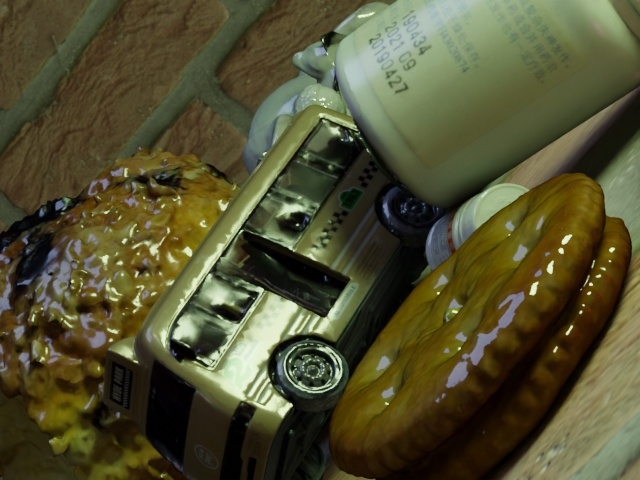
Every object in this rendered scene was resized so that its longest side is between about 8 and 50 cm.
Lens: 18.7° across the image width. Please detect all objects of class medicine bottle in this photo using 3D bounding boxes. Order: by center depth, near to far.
[{"bbox_3d":[0.147,-0.143,1.303,0.258,0.143,0.143,-33,13,20],"label":"medicine bottle"},{"bbox_3d":[0.111,-0.001,1.309,0.057,0.057,0.089,-54,8,-22],"label":"medicine bottle"}]

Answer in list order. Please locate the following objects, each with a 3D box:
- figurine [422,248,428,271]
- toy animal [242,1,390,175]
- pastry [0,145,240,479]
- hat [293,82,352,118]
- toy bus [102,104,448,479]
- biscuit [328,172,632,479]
[{"bbox_3d":[0.003,0.001,1.646,0.193,0.140,0.265,-50,9,19],"label":"figurine"},{"bbox_3d":[0.016,-0.129,2.162,0.289,0.174,0.249,-45,8,37],"label":"toy animal"},{"bbox_3d":[-0.184,0.085,1.837,0.337,0.292,0.405,-53,11,-22],"label":"pastry"},{"bbox_3d":[0.041,-0.084,1.798,0.112,0.162,0.093,-58,9,-25],"label":"hat"},{"bbox_3d":[-0.023,0.044,1.381,0.289,0.157,0.139,-56,-14,-35],"label":"toy bus"},{"bbox_3d":[0.092,0.058,1.090,0.220,0.066,0.220,-48,10,11],"label":"biscuit"}]
